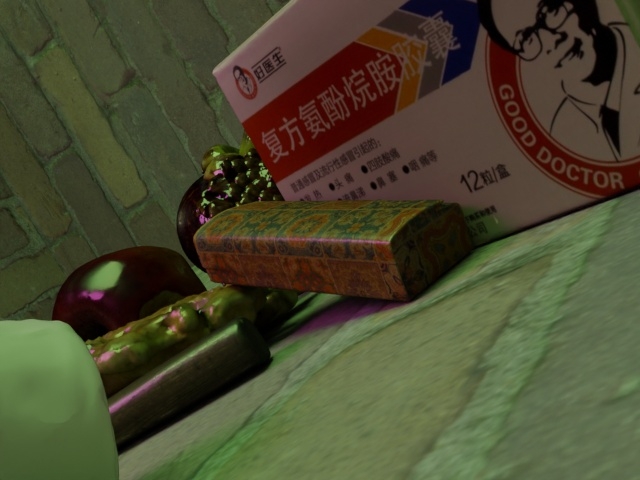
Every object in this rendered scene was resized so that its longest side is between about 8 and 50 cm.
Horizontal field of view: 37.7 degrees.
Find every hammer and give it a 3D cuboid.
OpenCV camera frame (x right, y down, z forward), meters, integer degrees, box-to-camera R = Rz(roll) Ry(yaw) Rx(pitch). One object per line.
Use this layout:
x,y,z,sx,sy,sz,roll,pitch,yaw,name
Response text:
-0.233,0.179,0.699,0.440,0.044,0.168,-31,4,6,hammer

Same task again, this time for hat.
-0.182,0.109,0.487,0.126,0.203,0.203,-12,-8,-37,hat

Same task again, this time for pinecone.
-0.054,-0.011,0.973,0.173,0.173,0.173,-31,5,3,pinecone

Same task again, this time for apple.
-0.214,0.077,1.069,0.156,0.147,0.158,-54,-10,33,apple

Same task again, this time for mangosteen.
-0.098,-0.054,1.236,0.192,0.217,0.192,-4,1,0,mangosteen

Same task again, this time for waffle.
-0.156,0.098,0.844,0.301,0.058,0.281,-25,-2,18,waffle

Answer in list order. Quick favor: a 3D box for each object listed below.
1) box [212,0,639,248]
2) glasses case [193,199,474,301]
0.076,-0.101,0.642,0.069,0.214,0.353,-33,5,-38,box
0.000,0.000,0.686,0.075,0.049,0.218,-35,24,-35,glasses case
